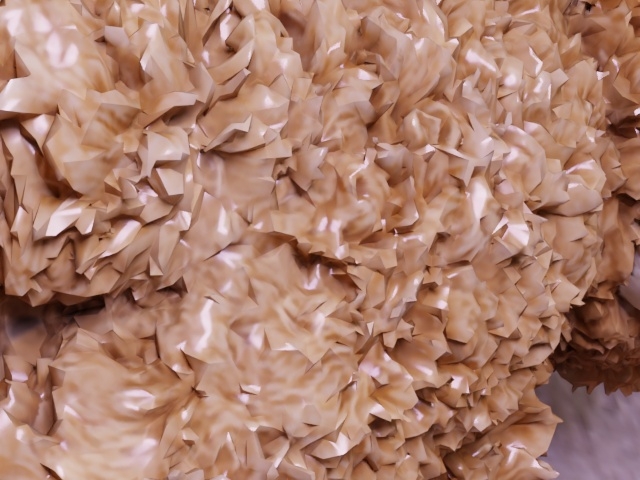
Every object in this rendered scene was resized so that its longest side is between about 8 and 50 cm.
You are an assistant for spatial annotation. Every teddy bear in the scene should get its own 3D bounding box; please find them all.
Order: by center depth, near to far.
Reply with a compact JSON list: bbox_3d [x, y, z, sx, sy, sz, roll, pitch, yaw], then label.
[{"bbox_3d":[0.000,0.000,0.370,0.338,0.113,0.245,6,79,-38],"label":"teddy bear"}]
